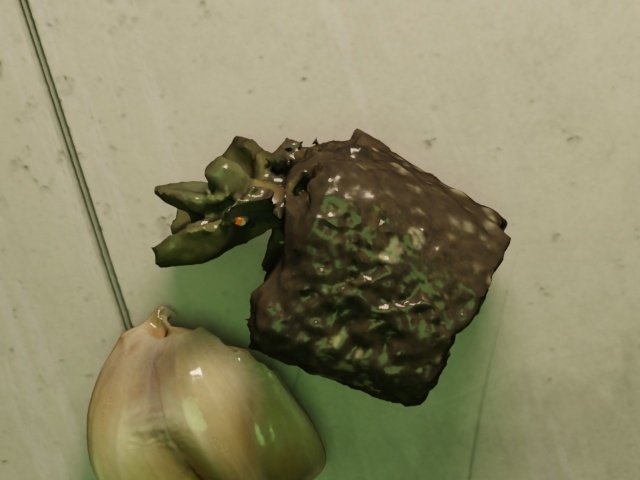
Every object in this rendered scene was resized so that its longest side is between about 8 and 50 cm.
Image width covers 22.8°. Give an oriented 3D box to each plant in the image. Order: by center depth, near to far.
[{"bbox_3d":[0.000,0.000,1.466,0.312,0.215,0.213,31,106,1],"label":"plant"}]

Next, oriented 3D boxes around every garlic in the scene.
[{"bbox_3d":[-0.133,0.189,1.571,0.217,0.110,0.228,-33,97,14],"label":"garlic"}]
